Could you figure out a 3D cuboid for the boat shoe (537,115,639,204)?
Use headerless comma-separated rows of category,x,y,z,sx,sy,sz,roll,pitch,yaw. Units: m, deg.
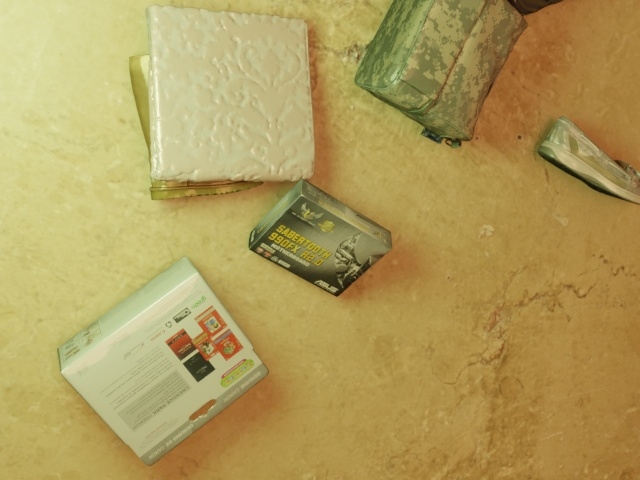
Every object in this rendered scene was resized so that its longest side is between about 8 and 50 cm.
boat shoe,0.648,-0.171,1.827,0.321,0.118,0.103,25,97,-16

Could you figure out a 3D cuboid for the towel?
towel,-0.163,-0.265,1.476,0.332,0.053,0.316,-4,91,-33

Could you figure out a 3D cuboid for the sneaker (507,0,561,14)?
sneaker,0.524,-0.563,1.688,0.300,0.121,0.111,-28,110,-12

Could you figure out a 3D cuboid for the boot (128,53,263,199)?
boot,-0.229,-0.220,1.508,0.236,0.089,0.269,-9,101,-25

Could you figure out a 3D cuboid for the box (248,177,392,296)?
box,0.000,0.000,1.607,0.231,0.056,0.183,30,127,-24

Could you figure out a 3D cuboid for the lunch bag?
lunch bag,0.251,-0.366,1.582,0.256,0.212,0.305,25,93,-23

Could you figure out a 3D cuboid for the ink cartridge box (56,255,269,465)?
ink cartridge box,-0.302,0.236,1.559,0.309,0.130,0.271,-36,113,-9
